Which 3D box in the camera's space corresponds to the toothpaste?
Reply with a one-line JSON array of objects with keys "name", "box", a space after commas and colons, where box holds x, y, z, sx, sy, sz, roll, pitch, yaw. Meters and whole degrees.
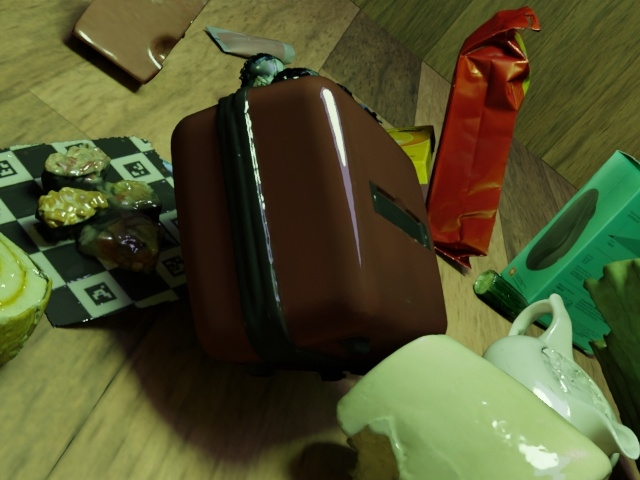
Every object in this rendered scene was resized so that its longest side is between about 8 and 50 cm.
[{"name": "toothpaste", "box": [-0.121, -0.345, 1.653, 0.194, 0.043, 0.067, 0, 48, -52]}]

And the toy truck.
[{"name": "toy truck", "box": [-0.022, -0.185, 1.361, 0.208, 0.126, 0.113, 13, 17, -42]}]

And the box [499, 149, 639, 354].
[{"name": "box", "box": [0.487, 0.024, 1.579, 0.205, 0.311, 0.118, 29, 22, -29]}]

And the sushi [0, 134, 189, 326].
[{"name": "sushi", "box": [-0.189, -0.032, 0.811, 0.193, 0.040, 0.210, -11, 53, -38]}]

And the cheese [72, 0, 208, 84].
[{"name": "cheese", "box": [-0.230, -0.290, 1.205, 0.128, 0.203, 0.177, 36, 53, -18]}]

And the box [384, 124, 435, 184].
[{"name": "box", "box": [0.104, -0.136, 1.488, 0.269, 0.152, 0.043, -66, 151, -68]}]

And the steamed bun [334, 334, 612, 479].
[{"name": "steamed bun", "box": [0.100, 0.200, 0.762, 0.225, 0.200, 0.170, 38, 26, 30]}]

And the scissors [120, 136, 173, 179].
[{"name": "scissors", "box": [-0.056, -0.006, 0.995, 0.393, 0.032, 0.180, 31, 59, -6]}]

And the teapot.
[{"name": "teapot", "box": [0.286, 0.191, 1.146, 0.204, 0.139, 0.298, 27, 25, -27]}]

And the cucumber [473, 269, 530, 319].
[{"name": "cucumber", "box": [0.299, 0.093, 1.488, 0.105, 0.048, 0.048, 37, 21, -11]}]

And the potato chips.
[{"name": "potato chips", "box": [0.419, 0.233, 1.144, 0.373, 0.097, 0.389, 80, 1, -51]}]

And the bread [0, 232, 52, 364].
[{"name": "bread", "box": [-0.262, 0.021, 0.635, 0.156, 0.064, 0.117, 44, 17, 12]}]

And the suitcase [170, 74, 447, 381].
[{"name": "suitcase", "box": [0.000, 0.000, 0.826, 0.297, 0.161, 0.236, 24, 53, -67]}]

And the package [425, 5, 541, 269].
[{"name": "package", "box": [0.259, -0.174, 1.521, 0.123, 0.423, 0.196, 11, 20, 5]}]
